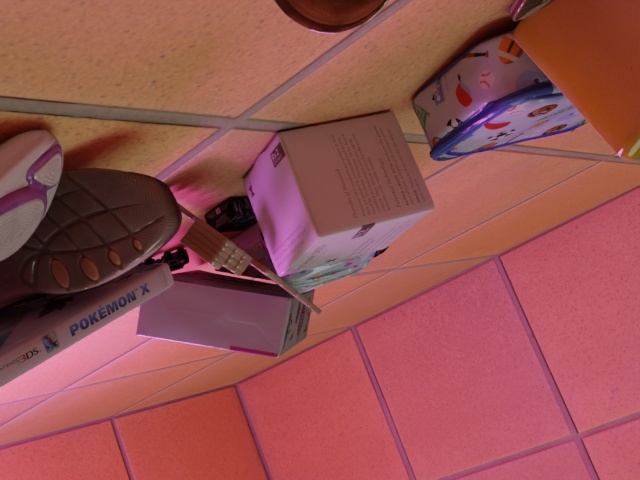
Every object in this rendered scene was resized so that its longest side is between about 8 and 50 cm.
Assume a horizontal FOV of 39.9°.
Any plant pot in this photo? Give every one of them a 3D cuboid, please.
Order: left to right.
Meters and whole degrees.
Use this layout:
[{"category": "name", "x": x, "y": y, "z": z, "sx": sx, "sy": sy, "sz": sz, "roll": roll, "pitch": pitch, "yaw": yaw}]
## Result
[{"category": "plant pot", "x": 0.374, "y": -0.240, "z": 0.934, "sx": 0.212, "sy": 0.212, "sz": 0.187, "roll": -15, "pitch": 146, "yaw": -28}]

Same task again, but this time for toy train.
[{"category": "toy train", "x": -0.285, "y": 0.050, "z": 1.408, "sx": 0.158, "sy": 0.036, "sz": 0.027, "roll": -17, "pitch": 167, "yaw": -20}]

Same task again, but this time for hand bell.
[{"category": "hand bell", "x": 0.071, "y": -0.237, "z": 0.699, "sx": 0.126, "sy": 0.126, "sz": 0.242, "roll": -31, "pitch": 176, "yaw": 38}]

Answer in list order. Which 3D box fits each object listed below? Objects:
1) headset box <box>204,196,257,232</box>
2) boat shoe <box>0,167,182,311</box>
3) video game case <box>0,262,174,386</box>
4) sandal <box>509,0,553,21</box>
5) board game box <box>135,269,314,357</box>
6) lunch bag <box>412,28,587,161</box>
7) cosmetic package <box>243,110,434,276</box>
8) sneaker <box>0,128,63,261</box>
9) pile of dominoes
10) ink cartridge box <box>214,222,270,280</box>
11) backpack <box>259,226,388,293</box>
[{"category": "headset box", "x": -0.121, "y": -0.039, "z": 1.320, "sx": 0.062, "sy": 0.032, "sz": 0.083, "roll": -31, "pitch": 163, "yaw": 36}, {"category": "boat shoe", "x": -0.307, "y": 0.000, "z": 1.004, "sx": 0.355, "sy": 0.132, "sz": 0.130, "roll": -16, "pitch": -176, "yaw": 20}, {"category": "video game case", "x": -0.391, "y": 0.107, "z": 1.062, "sx": 0.329, "sy": 0.036, "sz": 0.300, "roll": -7, "pitch": -165, "yaw": 33}, {"category": "sandal", "x": 0.225, "y": -0.286, "z": 0.842, "sx": 0.072, "sy": 0.049, "sz": 0.180, "roll": -23, "pitch": 154, "yaw": -21}, {"category": "board game box", "x": -0.141, "y": 0.113, "z": 1.433, "sx": 0.224, "sy": 0.097, "sz": 0.303, "roll": 9, "pitch": -178, "yaw": 7}, {"category": "lunch bag", "x": 0.287, "y": -0.198, "z": 1.164, "sx": 0.303, "sy": 0.115, "sz": 0.243, "roll": -14, "pitch": 168, "yaw": -29}, {"category": "cosmetic package", "x": 0.020, "y": -0.062, "z": 1.182, "sx": 0.184, "sy": 0.151, "sz": 0.151, "roll": -15, "pitch": 165, "yaw": -28}, {"category": "sneaker", "x": -0.381, "y": -0.013, "z": 0.826, "sx": 0.305, "sy": 0.152, "sz": 0.114, "roll": -44, "pitch": 166, "yaw": -8}, {"category": "pile of dominoes", "x": -0.115, "y": 0.031, "z": 1.195, "sx": 0.040, "sy": 0.196, "sz": 0.251, "roll": -54, "pitch": 156, "yaw": -5}, {"category": "ink cartridge box", "x": -0.087, "y": 0.018, "z": 1.505, "sx": 0.180, "sy": 0.060, "sz": 0.104, "roll": 13, "pitch": 146, "yaw": -44}, {"category": "backpack", "x": 0.000, "y": 0.000, "z": 1.342, "sx": 0.182, "sy": 0.152, "sz": 0.115, "roll": -21, "pitch": 126, "yaw": -16}]
